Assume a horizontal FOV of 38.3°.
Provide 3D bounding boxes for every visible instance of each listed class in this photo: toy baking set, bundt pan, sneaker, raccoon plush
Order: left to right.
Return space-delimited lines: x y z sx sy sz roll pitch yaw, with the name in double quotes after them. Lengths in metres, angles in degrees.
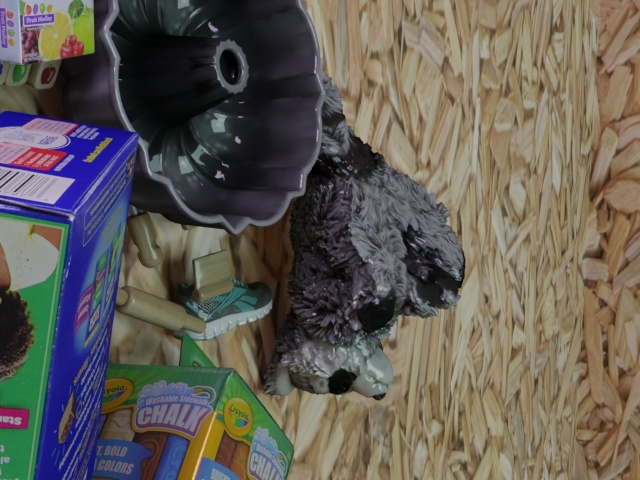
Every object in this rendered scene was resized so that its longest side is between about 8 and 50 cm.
-0.182 -0.009 0.986 0.256 0.030 0.197 23 66 -51 "toy baking set"
-0.135 -0.167 0.938 0.330 0.124 0.331 8 80 -54 "bundt pan"
-0.114 0.066 1.114 0.166 0.065 0.076 -22 111 -57 "sneaker"
0.000 0.000 1.249 0.216 0.299 0.447 -4 67 -44 "raccoon plush"

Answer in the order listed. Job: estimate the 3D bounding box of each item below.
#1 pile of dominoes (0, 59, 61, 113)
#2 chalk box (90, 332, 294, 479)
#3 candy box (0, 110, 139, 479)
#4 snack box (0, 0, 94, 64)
-0.280 -0.153 0.696 0.196 0.040 0.251 -66 168 19 "pile of dominoes"
-0.150 0.239 0.952 0.180 0.179 0.289 59 38 -46 "chalk box"
-0.223 0.088 0.657 0.268 0.122 0.317 -100 -160 -74 "candy box"
-0.218 -0.213 0.717 0.100 0.037 0.141 -40 136 -64 "snack box"
